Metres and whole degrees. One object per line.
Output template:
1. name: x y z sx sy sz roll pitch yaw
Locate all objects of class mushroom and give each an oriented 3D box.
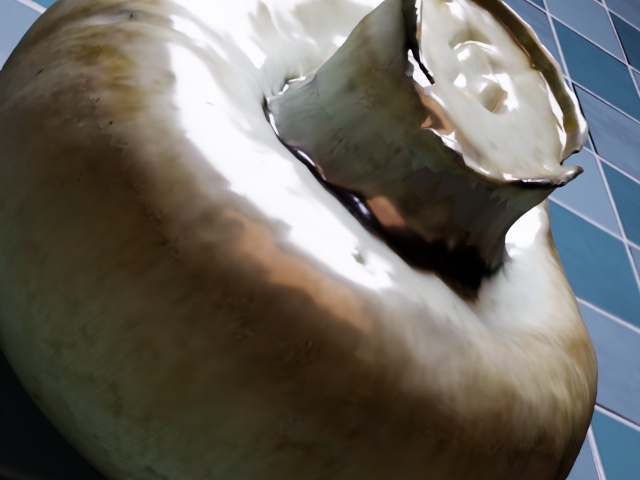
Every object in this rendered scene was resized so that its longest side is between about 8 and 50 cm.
1. mushroom: 0.000 0.000 0.699 0.352 0.260 0.352 33 35 -27
